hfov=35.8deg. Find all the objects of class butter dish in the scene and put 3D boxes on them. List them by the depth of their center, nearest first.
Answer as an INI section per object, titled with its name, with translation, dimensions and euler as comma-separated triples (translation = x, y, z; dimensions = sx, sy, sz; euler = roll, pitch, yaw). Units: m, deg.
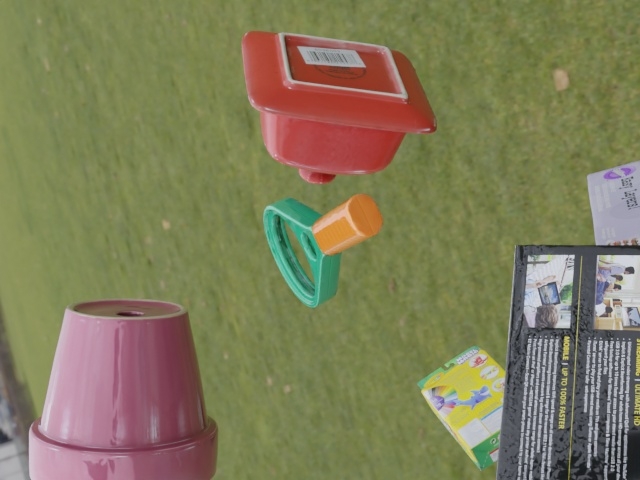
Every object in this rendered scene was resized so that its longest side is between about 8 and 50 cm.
[butter dish]
translation = 0.006, -0.104, 0.873
dimensions = 0.160, 0.160, 0.118
euler = -100, 19, -53

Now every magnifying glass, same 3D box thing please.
[magnifying glass]
translation = 0.000, 0.000, 0.747
dimensions = 0.092, 0.026, 0.231
euler = 65, 165, 1

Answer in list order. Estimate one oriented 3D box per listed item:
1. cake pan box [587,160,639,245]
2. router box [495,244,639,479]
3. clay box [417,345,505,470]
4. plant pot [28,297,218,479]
[cake pan box]
translation = 0.320, 0.075, 0.965
dimensions = 0.267, 0.070, 0.246
euler = -64, -39, -64
[router box]
translation = 0.168, 0.091, 0.539
dimensions = 0.046, 0.133, 0.179
euler = 46, -132, -58
[clay box]
translation = 0.251, 0.258, 1.572
dimensions = 0.053, 0.127, 0.222
euler = 60, 176, -25
[plant pot]
translation = -0.208, 0.160, 1.056
dimensions = 0.201, 0.201, 0.180
euler = -166, 77, -68
